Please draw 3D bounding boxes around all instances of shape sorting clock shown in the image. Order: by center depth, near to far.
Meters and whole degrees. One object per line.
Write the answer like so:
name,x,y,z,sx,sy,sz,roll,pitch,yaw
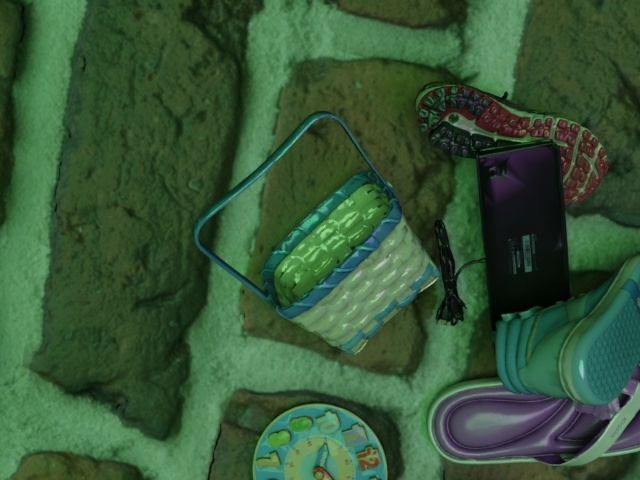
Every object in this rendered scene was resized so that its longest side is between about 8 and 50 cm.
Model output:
shape sorting clock,-0.002,0.348,1.307,0.206,0.040,0.206,0,91,4

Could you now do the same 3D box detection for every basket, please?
basket,0.000,0.000,1.204,0.255,0.201,0.289,-40,119,3

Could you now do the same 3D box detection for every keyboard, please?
keyboard,0.253,0.021,1.238,0.202,0.033,0.317,-10,109,-3

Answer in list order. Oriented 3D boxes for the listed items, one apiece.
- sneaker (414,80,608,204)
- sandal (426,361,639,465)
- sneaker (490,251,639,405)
sneaker,0.278,-0.155,1.247,0.299,0.112,0.120,26,111,-9
sandal,0.356,0.246,1.228,0.416,0.102,0.169,-19,90,13
sneaker,0.359,0.107,1.207,0.319,0.208,0.127,-32,104,-38
